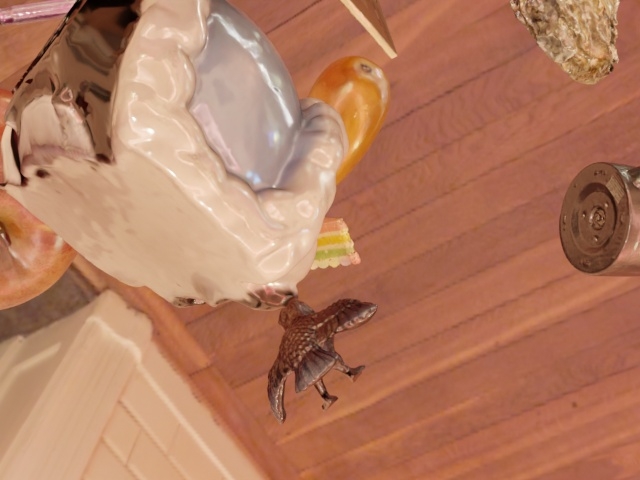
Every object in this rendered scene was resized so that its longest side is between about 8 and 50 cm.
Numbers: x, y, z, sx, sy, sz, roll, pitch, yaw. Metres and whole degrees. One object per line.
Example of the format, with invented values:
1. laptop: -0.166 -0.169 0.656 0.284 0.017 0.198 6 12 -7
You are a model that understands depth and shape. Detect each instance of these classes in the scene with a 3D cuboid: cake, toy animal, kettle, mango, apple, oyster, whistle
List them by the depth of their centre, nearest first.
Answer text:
1. toy animal: -0.082 -0.061 0.522 0.204 0.156 0.208 43 154 -27
2. toy animal: -0.019 0.141 1.193 0.218 0.179 0.116 -50 141 11
3. apple: -0.530 -0.069 1.310 0.348 0.277 0.348 -19 127 -27
4. whistle: -0.435 -0.375 1.390 0.176 0.033 0.033 -9 116 -5
5. mango: 0.031 -0.199 1.484 0.139 0.175 0.254 24 86 -3
6. oyster: 0.435 -0.411 1.504 0.162 0.158 0.351 3 134 44
7. kettle: 0.636 -0.050 1.581 0.290 0.207 0.268 5 136 -18
8. cake: -0.016 0.011 1.856 0.090 0.225 0.109 -35 111 -28

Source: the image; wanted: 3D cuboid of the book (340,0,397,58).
1. book: 0.037 -0.494 1.578 0.021 0.217 0.310 -29 141 21
